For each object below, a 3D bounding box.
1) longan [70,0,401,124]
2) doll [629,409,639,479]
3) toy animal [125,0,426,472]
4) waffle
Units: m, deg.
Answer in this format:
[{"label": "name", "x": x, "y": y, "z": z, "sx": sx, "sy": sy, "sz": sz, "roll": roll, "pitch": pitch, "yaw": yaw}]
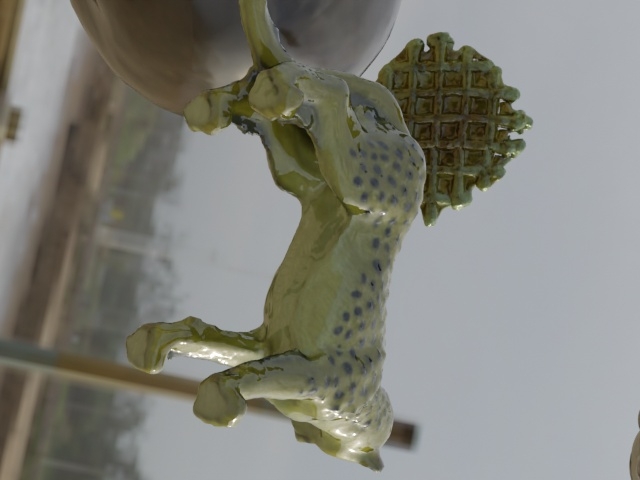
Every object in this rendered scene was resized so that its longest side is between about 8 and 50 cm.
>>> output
[{"label": "longan", "x": -0.067, "y": -0.227, "z": 1.434, "sx": 0.297, "sy": 0.297, "sz": 0.297, "roll": -168, "pitch": -90, "yaw": -84}, {"label": "doll", "x": 0.239, "y": 0.160, "z": 1.238, "sx": 0.219, "sy": 0.067, "sz": 0.091, "roll": 42, "pitch": 45, "yaw": -57}, {"label": "toy animal", "x": 0.000, "y": 0.000, "z": 0.772, "sx": 0.073, "sy": 0.136, "sz": 0.181, "roll": 8, "pitch": -94, "yaw": 43}, {"label": "waffle", "x": 0.120, "y": -0.115, "z": 1.981, "sx": 0.183, "sy": 0.169, "sz": 0.036, "roll": -46, "pitch": 176, "yaw": 4}]
